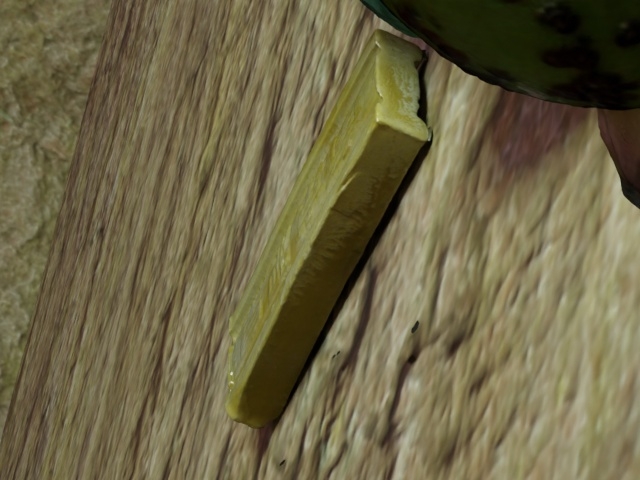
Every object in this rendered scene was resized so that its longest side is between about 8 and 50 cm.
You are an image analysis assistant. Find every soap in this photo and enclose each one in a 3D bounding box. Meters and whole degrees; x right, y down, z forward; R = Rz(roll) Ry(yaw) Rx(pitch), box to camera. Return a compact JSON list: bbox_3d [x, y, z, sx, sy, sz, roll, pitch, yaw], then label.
[{"bbox_3d":[-0.001,0.000,1.180,0.092,0.037,0.252,-89,21,-51],"label":"soap"}]

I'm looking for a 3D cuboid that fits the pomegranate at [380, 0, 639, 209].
[{"bbox_3d":[0.101,-0.138,0.569,0.254,0.254,0.270,-102,-1,-63],"label":"pomegranate"}]

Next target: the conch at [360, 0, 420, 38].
[{"bbox_3d":[0.084,-0.176,0.888,0.196,0.134,0.202,-29,30,22],"label":"conch"}]
